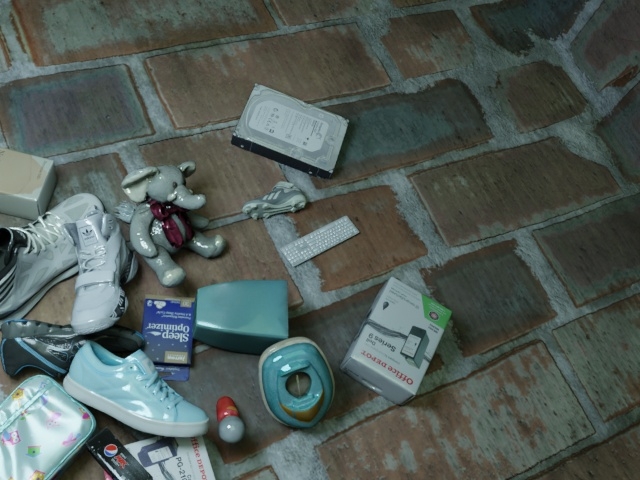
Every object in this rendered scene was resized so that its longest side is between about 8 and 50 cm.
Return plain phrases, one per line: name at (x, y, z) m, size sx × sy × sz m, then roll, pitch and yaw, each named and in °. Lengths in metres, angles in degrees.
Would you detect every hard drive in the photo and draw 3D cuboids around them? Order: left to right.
hard drive at (-0.094, -0.355, 2.165) m, size 0.339 × 0.064 × 0.236 m, roll 22°, pitch 60°, yaw -6°

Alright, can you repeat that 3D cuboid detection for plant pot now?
plant pot at (-0.218, 0.204, 1.771) m, size 0.234 × 0.165 × 0.165 m, roll 5°, pitch 62°, yaw -15°

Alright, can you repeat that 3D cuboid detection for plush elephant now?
plush elephant at (-0.406, -0.088, 1.799) m, size 0.330 × 0.255 × 0.272 m, roll 36°, pitch 33°, yaw 15°

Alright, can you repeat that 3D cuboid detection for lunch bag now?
lunch bag at (-0.680, 0.464, 1.533) m, size 0.224 × 0.108 × 0.279 m, roll 40°, pitch 60°, yaw 6°

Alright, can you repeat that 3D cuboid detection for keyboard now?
keyboard at (0.000, 0.000, 2.033) m, size 0.256 × 0.014 × 0.072 m, roll -27°, pitch 73°, yaw -27°

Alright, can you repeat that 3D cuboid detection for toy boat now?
toy boat at (-0.113, 0.402, 1.680) m, size 0.318 × 0.148 × 0.267 m, roll -23°, pitch 115°, yaw -8°

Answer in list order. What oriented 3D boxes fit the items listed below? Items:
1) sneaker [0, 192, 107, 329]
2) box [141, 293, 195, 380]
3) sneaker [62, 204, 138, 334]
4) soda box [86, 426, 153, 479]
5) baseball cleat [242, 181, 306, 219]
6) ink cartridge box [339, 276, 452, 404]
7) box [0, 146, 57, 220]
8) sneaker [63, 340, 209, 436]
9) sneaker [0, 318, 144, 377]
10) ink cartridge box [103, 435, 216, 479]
sneaker at (-0.703, 0.008, 1.679) m, size 0.169 × 0.257 × 0.447 m, roll 33°, pitch 59°, yaw 2°
box at (-0.407, 0.256, 1.766) m, size 0.137 × 0.036 × 0.225 m, roll 6°, pitch 63°, yaw -14°
sneaker at (-0.562, 0.063, 1.640) m, size 0.137 × 0.210 × 0.366 m, roll -14°, pitch 28°, yaw 5°
soda box at (-0.449, 0.502, 1.489) m, size 0.169 × 0.053 × 0.060 m, roll 38°, pitch 53°, yaw 21°
baseball cleat at (-0.149, -0.125, 2.034) m, size 0.206 × 0.072 × 0.109 m, roll -5°, pitch 51°, yaw -24°
ink cartridge box at (0.216, 0.284, 1.884) m, size 0.211 × 0.121 × 0.289 m, roll 30°, pitch 59°, yaw 1°
box at (-0.892, -0.170, 1.795) m, size 0.311 × 0.121 × 0.148 m, roll 13°, pitch 60°, yaw -10°
sneaker at (-0.422, 0.343, 1.562) m, size 0.366 × 0.135 × 0.150 m, roll 20°, pitch 97°, yaw 2°
sneaker at (-0.618, 0.272, 1.667) m, size 0.341 × 0.125 × 0.139 m, roll 3°, pitch 83°, yaw -12°
ink cartridge box at (-0.376, 0.557, 1.559) m, size 0.237 × 0.100 × 0.172 m, roll -12°, pitch 53°, yaw -21°
